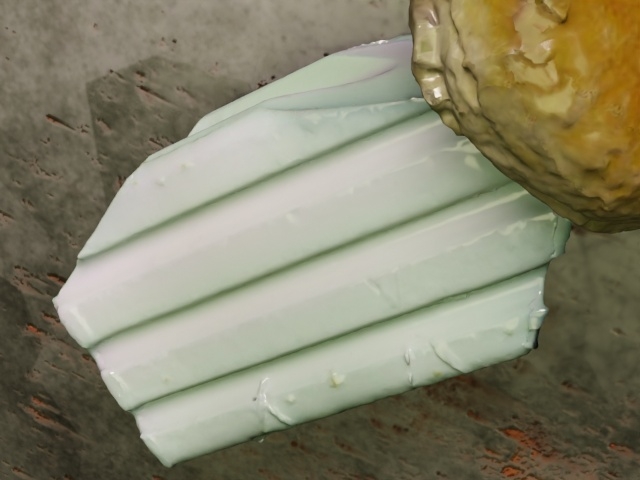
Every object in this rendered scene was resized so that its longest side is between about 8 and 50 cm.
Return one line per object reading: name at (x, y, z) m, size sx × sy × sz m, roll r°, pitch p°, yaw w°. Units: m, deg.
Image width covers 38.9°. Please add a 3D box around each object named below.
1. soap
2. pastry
soap at (0.000, 0.000, 0.750) m, size 0.446 × 0.156 × 0.261 m, roll -22°, pitch 106°, yaw 24°
pastry at (0.201, -0.161, 0.549) m, size 0.330 × 0.329 × 0.136 m, roll 54°, pitch 156°, yaw -12°
